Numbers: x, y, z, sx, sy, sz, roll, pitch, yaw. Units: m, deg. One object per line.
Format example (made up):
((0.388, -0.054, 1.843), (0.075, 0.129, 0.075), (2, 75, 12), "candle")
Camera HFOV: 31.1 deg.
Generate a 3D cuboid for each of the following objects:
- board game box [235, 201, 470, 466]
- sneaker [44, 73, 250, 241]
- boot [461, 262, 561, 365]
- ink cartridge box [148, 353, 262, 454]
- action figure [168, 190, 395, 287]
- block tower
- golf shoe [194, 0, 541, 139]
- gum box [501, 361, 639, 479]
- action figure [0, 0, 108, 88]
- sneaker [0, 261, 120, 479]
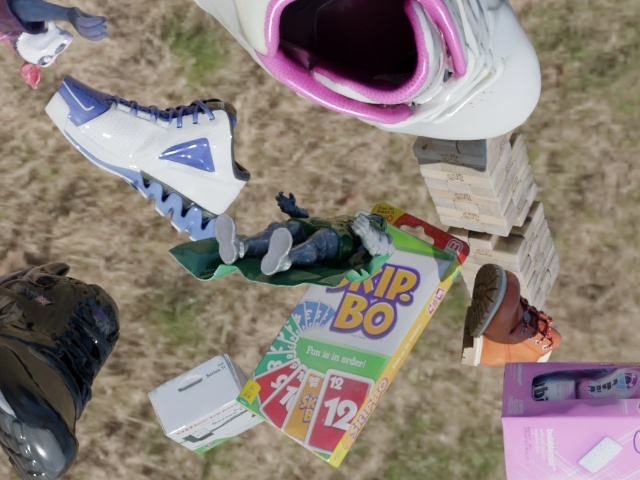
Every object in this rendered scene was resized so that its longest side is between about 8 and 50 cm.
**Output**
((0.035, 0.084, 1.155), (0.259, 0.124, 0.039), (-56, 150, -11), "board game box")
((-0.220, -0.154, 1.635), (0.315, 0.127, 0.182), (39, 96, -18), "sneaker")
((0.169, 0.067, 0.995), (0.158, 0.084, 0.059), (84, 16, -65), "boot")
((-0.189, 0.285, 1.982), (0.153, 0.087, 0.208), (-28, 158, 0), "ink cartridge box")
((0.000, 0.000, 0.919), (0.232, 0.137, 0.064), (-9, 112, -64), "action figure")
((0.203, -0.034, 1.360), (0.097, 0.090, 0.335), (-59, 144, -29), "block tower")
((0.034, -0.097, 0.588), (0.115, 0.140, 0.306), (-45, 142, 20), "golf shoe")
((0.181, 0.165, 0.769), (0.062, 0.107, 0.188), (-71, 156, -58), "gum box")
((-0.377, -0.330, 1.271), (0.275, 0.248, 0.370), (-8, 124, -3), "action figure")
((-0.208, 0.077, 0.871), (0.124, 0.283, 0.107), (-27, 116, -14), "sneaker")
